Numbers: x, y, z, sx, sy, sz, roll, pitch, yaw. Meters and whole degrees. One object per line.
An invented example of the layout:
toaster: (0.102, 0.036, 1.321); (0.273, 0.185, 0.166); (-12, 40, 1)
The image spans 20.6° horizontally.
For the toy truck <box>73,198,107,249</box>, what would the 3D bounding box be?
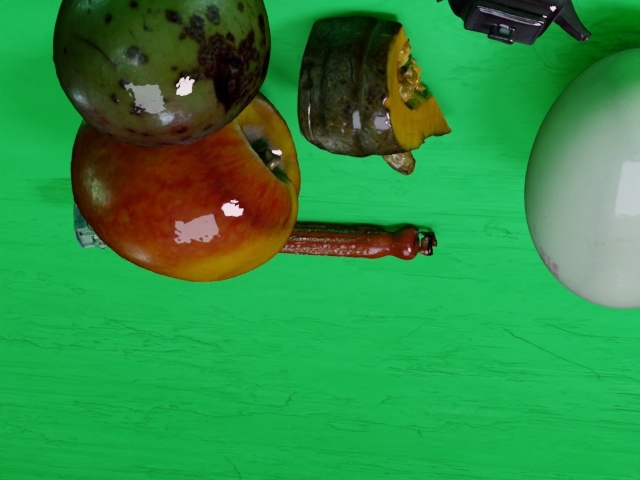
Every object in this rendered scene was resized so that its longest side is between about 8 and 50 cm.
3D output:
toy truck: (-0.251, -0.044, 2.410); (0.175, 0.081, 0.067); (-9, 155, 0)

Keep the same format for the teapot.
teapot: (0.185, -0.238, 1.743); (0.177, 0.096, 0.087); (15, 156, -7)

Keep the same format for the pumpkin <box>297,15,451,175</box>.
pumpkin: (0.055, -0.139, 1.981); (0.131, 0.126, 0.248); (2, 155, 24)

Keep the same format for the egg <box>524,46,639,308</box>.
egg: (0.335, -0.066, 1.897); (0.230, 0.230, 0.371); (7, 149, 9)

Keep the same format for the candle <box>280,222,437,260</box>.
candle: (0.000, 0.000, 2.409); (0.329, 0.048, 0.051); (3, 141, 20)

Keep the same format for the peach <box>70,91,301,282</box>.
peach: (-0.160, -0.069, 2.074); (0.281, 0.238, 0.281); (8, 129, 10)

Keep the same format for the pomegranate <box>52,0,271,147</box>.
pomegranate: (-0.185, -0.242, 1.797); (0.306, 0.242, 0.242); (58, 145, -2)
